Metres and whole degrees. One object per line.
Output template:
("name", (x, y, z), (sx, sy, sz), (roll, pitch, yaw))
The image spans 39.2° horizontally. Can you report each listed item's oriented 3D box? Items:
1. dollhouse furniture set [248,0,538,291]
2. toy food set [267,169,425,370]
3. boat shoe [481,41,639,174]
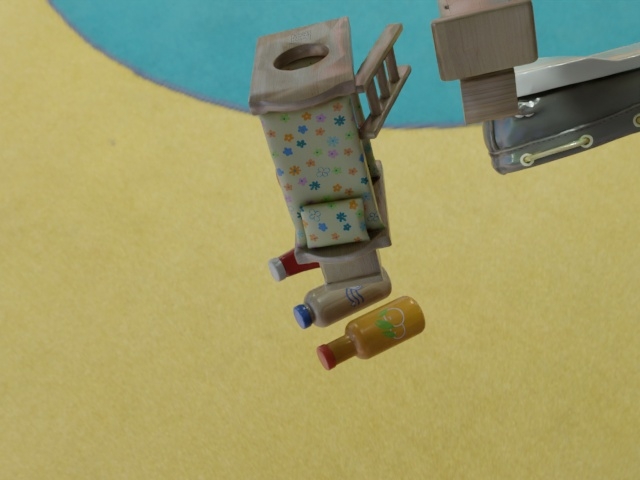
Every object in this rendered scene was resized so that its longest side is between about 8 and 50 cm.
("dollhouse furniture set", (0.060, -0.039, 0.544), (0.161, 0.182, 0.101), (-12, 34, 8))
("toy food set", (0.000, 0.000, 0.857), (0.104, 0.111, 0.232), (-24, 97, -18))
("boat shoe", (0.285, -0.127, 0.786), (0.305, 0.091, 0.109), (-11, 14, -7))
